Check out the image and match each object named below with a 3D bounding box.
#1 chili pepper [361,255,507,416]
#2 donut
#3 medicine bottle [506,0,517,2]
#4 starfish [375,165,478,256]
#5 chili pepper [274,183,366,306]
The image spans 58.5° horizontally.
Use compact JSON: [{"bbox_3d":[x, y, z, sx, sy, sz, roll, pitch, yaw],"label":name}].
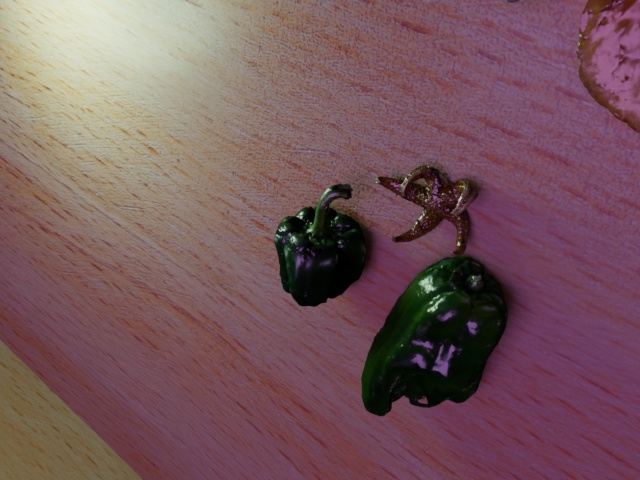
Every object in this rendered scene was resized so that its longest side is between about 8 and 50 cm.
[{"bbox_3d":[0.198,0.208,1.052,0.213,0.167,0.384,38,129,20],"label":"chili pepper"},{"bbox_3d":[0.461,-0.260,0.675,0.278,0.108,0.277,15,118,31],"label":"donut"},{"bbox_3d":[0.253,-0.415,0.636,0.111,0.296,0.161,41,85,16],"label":"medicine bottle"},{"bbox_3d":[0.181,-0.057,1.004,0.190,0.074,0.146,26,123,26],"label":"starfish"},{"bbox_3d":[0.000,0.000,1.115,0.165,0.174,0.260,41,135,49],"label":"chili pepper"}]
